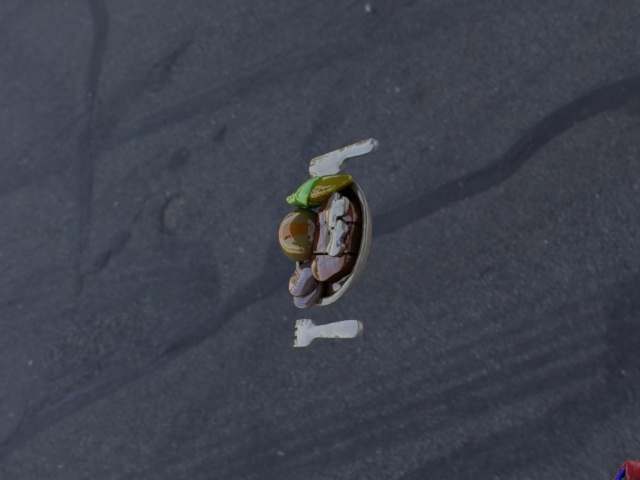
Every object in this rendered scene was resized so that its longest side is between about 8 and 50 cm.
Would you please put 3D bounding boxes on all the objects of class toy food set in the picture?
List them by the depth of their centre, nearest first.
[{"bbox_3d":[0.000,0.000,0.817,0.132,0.038,0.192,-16,66,57],"label":"toy food set"}]

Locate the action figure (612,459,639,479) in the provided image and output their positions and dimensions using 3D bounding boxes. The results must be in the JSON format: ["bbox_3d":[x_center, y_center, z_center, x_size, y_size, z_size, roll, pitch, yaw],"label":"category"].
[{"bbox_3d":[0.299,0.254,0.861,0.038,0.030,0.115,13,50,45],"label":"action figure"}]
